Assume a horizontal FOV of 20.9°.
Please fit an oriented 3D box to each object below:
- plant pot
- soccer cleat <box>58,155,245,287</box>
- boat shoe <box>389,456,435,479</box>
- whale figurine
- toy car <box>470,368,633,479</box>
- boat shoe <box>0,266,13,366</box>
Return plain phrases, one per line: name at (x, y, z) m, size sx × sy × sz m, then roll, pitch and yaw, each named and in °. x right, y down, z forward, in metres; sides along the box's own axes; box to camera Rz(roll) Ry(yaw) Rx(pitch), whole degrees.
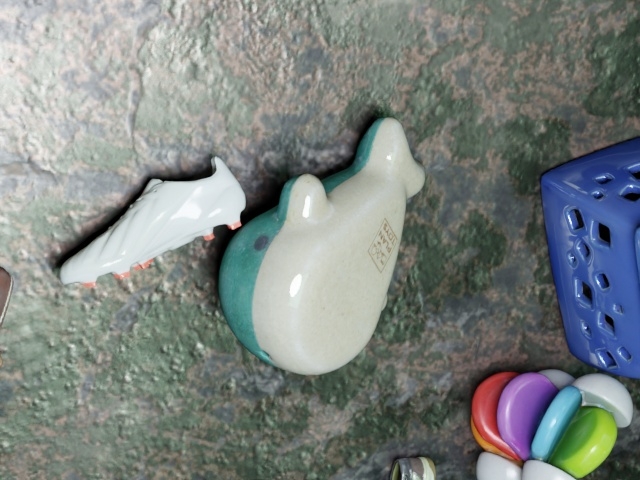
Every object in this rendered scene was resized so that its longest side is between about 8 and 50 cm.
plant pot at (0.397, 0.024, 1.854) m, size 0.236 × 0.212 × 0.236 m, roll -20°, pitch 114°, yaw -17°
soccer cleat at (-0.167, -0.016, 1.675) m, size 0.196 × 0.068 × 0.076 m, roll -25°, pitch 94°, yaw -12°
boat shoe at (0.083, 0.308, 1.907) m, size 0.049 × 0.056 × 0.152 m, roll 12°, pitch 93°, yaw -22°
whale figurine at (0.000, 0.000, 1.728) m, size 0.272 × 0.141 × 0.216 m, roll -59°, pitch 142°, yaw -21°
toy car at (0.232, 0.197, 1.864) m, size 0.136 × 0.182 × 0.159 m, roll 43°, pitch 69°, yaw -24°
boat shoe at (-0.339, 0.114, 1.636) m, size 0.073 × 0.073 × 0.207 m, roll 24°, pitch 104°, yaw -31°
